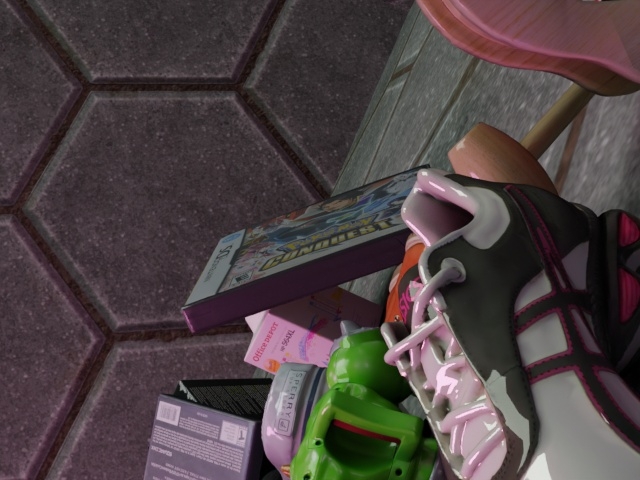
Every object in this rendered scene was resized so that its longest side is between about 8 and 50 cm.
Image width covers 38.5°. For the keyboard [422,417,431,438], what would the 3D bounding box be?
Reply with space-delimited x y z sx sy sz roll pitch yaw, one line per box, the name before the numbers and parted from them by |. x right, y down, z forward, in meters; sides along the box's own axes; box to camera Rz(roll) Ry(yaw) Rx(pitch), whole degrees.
keyboard | 0.083 0.119 0.573 0.108 0.023 0.180 125 170 -77

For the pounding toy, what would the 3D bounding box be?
pounding toy | 0.127 -0.152 0.469 0.269 0.154 0.155 -53 5 3

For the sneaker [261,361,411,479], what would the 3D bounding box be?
sneaker | 0.025 0.158 0.667 0.258 0.091 0.094 66 -142 -68

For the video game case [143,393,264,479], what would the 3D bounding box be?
video game case | -0.156 0.336 1.097 0.196 0.026 0.274 4 83 46

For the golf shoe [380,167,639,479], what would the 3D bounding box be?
golf shoe | 0.073 0.069 0.352 0.105 0.120 0.273 -61 7 33

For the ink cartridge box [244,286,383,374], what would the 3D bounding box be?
ink cartridge box | -0.016 0.104 1.050 0.090 0.143 0.092 -71 6 -50

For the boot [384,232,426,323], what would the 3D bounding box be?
boot | 0.085 0.050 0.757 0.158 0.059 0.085 104 -175 -65

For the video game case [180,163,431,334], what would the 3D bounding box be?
video game case | 0.000 0.000 0.999 0.274 0.035 0.248 -20 14 9

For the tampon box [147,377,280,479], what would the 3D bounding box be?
tampon box | -0.122 0.261 1.225 0.101 0.161 0.120 42 114 40

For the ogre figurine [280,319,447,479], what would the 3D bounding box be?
ogre figurine | 0.044 0.113 0.442 0.097 0.118 0.197 126 169 -69
